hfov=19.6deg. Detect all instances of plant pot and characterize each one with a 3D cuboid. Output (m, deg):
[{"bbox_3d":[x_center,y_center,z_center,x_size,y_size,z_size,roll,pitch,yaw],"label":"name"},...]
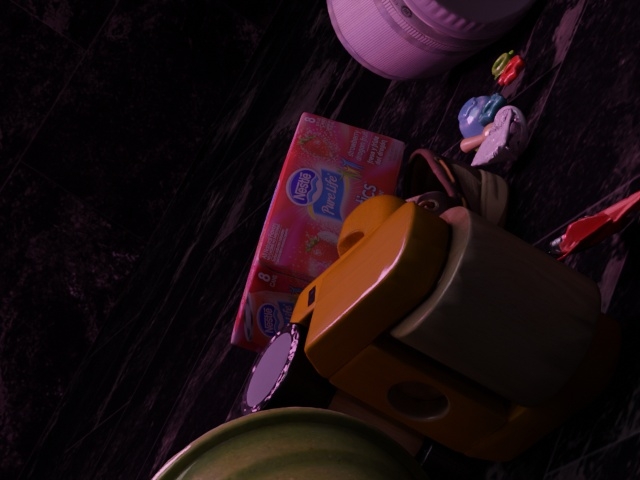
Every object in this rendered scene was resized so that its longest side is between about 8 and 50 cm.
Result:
[{"bbox_3d":[0.015,0.282,1.283,0.276,0.276,0.254,-57,23,-2],"label":"plant pot"}]

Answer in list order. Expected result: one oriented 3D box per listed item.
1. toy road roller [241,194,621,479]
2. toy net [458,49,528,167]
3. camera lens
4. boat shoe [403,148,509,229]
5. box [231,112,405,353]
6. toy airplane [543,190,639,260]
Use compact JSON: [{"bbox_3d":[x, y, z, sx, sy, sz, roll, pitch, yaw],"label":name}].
[{"bbox_3d":[0.094,0.053,1.562,0.329,0.202,0.241,-42,25,47],"label":"toy road roller"},{"bbox_3d":[0.206,-0.136,2.067,0.122,0.045,0.232,-51,14,13],"label":"toy net"},{"bbox_3d":[0.145,-0.335,2.389,0.219,0.219,0.274,-60,13,-19],"label":"camera lens"},{"bbox_3d":[0.111,0.011,1.851,0.123,0.123,0.342,-49,14,32],"label":"boat shoe"},{"bbox_3d":[0.000,0.000,1.937,0.257,0.122,0.128,-75,3,-49],"label":"box"},{"bbox_3d":[0.244,-0.019,1.529,0.151,0.028,0.151,-25,-4,-2],"label":"toy airplane"}]
